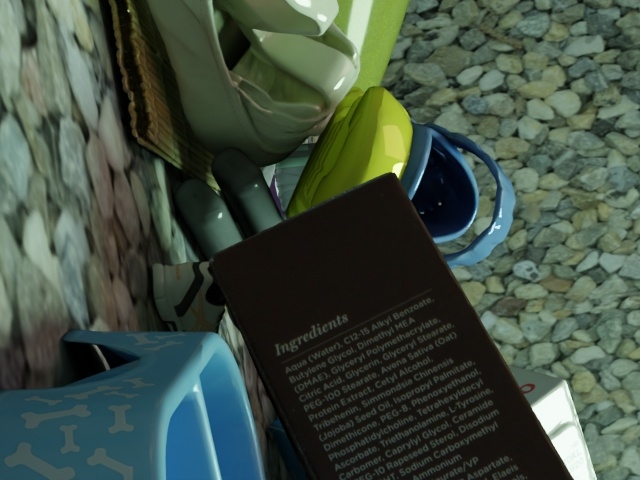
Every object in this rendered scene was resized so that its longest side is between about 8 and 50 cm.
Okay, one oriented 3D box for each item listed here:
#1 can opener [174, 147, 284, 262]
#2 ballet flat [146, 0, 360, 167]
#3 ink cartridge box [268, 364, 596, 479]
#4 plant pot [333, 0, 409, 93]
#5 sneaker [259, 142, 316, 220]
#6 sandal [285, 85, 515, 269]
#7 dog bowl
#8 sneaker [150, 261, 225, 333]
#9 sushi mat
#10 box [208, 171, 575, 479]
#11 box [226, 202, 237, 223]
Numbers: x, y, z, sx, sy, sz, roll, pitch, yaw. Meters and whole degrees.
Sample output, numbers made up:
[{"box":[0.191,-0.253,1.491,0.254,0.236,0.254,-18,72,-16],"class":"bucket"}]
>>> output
[{"box":[-0.067,0.004,1.187,0.093,0.074,0.280,44,-10,20],"class":"can opener"},{"box":[-0.042,-0.152,1.022,0.400,0.139,0.139,67,12,-59],"class":"ballet flat"},{"box":[0.106,0.214,1.290,0.232,0.171,0.168,11,-53,56],"class":"ink cartridge box"},{"box":[-0.015,-0.269,1.405,0.275,0.274,0.293,-59,150,-83],"class":"plant pot"},{"box":[0.000,0.000,1.364,0.083,0.098,0.224,-95,172,-46],"class":"sneaker"},{"box":[0.057,-0.039,1.096,0.317,0.138,0.126,-119,-126,-81],"class":"sandal"},{"box":[-0.075,0.126,0.640,0.297,0.074,0.166,-59,138,-82],"class":"dog bowl"},{"box":[-0.080,0.054,0.957,0.109,0.043,0.040,75,4,-50],"class":"sneaker"},{"box":[-0.116,-0.124,1.097,0.316,0.019,0.151,41,37,-84],"class":"sushi mat"},{"box":[0.078,0.171,0.876,0.381,0.143,0.191,60,-6,26],"class":"box"},{"box":[-0.072,-0.041,1.380,0.094,0.027,0.137,-3,82,-84],"class":"box"}]
